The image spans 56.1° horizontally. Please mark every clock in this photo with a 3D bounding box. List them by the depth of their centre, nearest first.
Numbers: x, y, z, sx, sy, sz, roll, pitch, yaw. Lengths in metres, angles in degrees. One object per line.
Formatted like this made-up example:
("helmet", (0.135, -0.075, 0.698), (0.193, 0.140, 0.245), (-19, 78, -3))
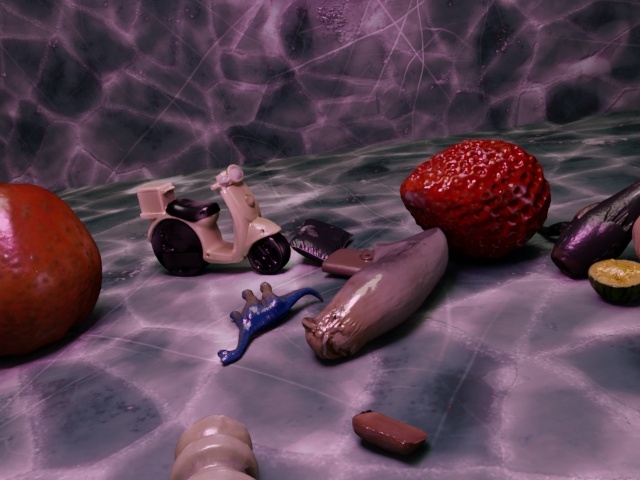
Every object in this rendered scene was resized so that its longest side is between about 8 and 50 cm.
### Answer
("clock", (-0.269, -0.041, 1.499), (0.378, 0.277, 0.120), (-6, 17, 21))

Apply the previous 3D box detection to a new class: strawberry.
("strawberry", (0.335, -0.080, 1.337), (0.310, 0.292, 0.291), (-35, 27, -21))

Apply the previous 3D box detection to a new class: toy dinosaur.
("toy dinosaur", (-0.092, 0.156, 1.175), (0.247, 0.075, 0.188), (-9, 27, -17))

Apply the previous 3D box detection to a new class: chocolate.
("chocolate", (0.090, 0.257, 0.793), (0.100, 0.031, 0.064), (11, 9, 37))

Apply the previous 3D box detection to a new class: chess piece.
("chess piece", (-0.122, 0.282, 0.687), (0.133, 0.133, 0.243), (-12, 14, -9))

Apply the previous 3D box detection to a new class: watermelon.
("watermelon", (0.536, 0.075, 1.075), (0.105, 0.062, 0.105), (-9, 26, 4))

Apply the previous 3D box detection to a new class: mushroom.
("mushroom", (0.114, 0.094, 1.133), (0.177, 0.126, 0.397), (-10, 16, 32))

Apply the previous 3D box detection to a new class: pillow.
("pillow", (0.000, 0.000, 1.537), (0.141, 0.055, 0.208), (20, 23, 6))

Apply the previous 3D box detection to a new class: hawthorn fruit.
("hawthorn fruit", (-0.673, 0.039, 1.265), (0.402, 0.403, 0.403), (-8, 18, 3))

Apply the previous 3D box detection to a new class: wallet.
("wallet", (0.091, 0.052, 1.389), (0.152, 0.039, 0.118), (6, 23, 27))

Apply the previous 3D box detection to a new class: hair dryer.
("hair dryer", (0.575, -0.052, 1.312), (0.303, 0.120, 0.359), (-44, 6, -3))

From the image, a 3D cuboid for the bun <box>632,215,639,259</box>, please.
("bun", (0.658, 0.019, 1.077), (0.178, 0.128, 0.193), (16, 32, -9))
